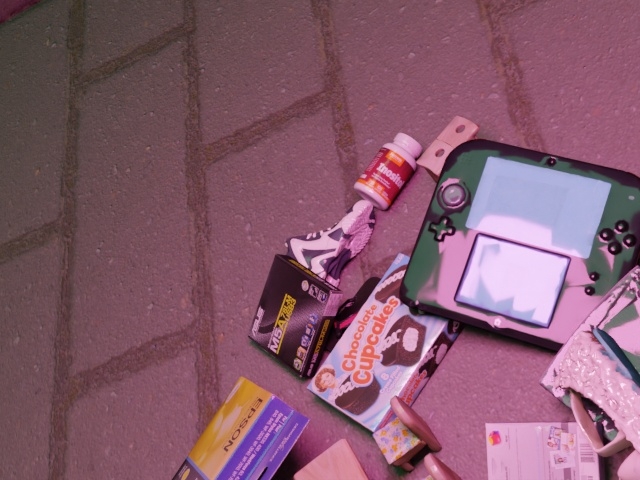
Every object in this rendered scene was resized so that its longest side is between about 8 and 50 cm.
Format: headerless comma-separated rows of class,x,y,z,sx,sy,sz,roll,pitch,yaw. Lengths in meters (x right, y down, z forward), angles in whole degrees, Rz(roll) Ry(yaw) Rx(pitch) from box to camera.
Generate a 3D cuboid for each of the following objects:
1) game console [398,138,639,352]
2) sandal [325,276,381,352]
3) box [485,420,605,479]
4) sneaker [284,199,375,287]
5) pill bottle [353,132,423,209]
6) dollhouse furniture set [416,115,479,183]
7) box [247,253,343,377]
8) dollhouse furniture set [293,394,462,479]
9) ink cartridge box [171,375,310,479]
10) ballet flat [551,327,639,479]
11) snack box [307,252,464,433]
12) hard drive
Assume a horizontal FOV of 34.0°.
game console,0.366,0.005,1.863,0.386,0.060,0.342,16,74,24
sandal,0.060,0.141,2.070,0.067,0.040,0.179,26,77,42
box,0.361,0.364,1.683,0.186,0.038,0.145,-7,80,30
sneaker,0.000,0.000,2.169,0.153,0.094,0.235,27,87,34
pill bottle,0.144,-0.146,2.177,0.086,0.086,0.152,27,78,42
dollhouse furniture set,0.311,-0.130,2.022,0.129,0.129,0.183,-50,45,-4
box,-0.052,0.148,2.088,0.184,0.045,0.191,32,108,41
dollhouse furniture set,0.061,0.487,1.687,0.362,0.256,0.394,-38,47,6
ink cartridge box,-0.172,0.411,1.934,0.303,0.072,0.307,-55,14,-11
ballet flat,0.469,0.288,1.528,0.147,0.147,0.409,-39,34,6
snack box,0.137,0.194,1.969,0.187,0.060,0.322,26,77,43
hard drive,0.498,0.187,1.705,0.172,0.054,0.255,40,90,27
